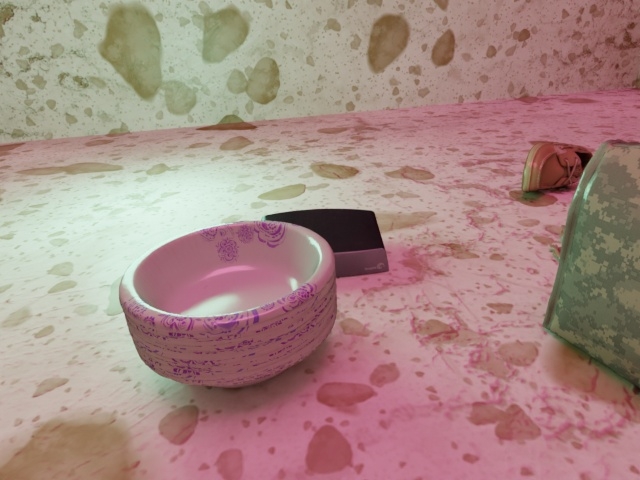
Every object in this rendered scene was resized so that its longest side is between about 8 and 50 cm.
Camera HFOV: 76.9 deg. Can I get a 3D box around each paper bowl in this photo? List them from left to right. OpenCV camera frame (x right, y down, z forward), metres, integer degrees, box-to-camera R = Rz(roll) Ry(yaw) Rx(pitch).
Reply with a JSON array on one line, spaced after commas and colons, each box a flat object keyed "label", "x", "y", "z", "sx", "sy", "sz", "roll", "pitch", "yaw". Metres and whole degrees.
[{"label": "paper bowl", "x": -0.118, "y": 0.089, "z": 0.574, "sx": 0.284, "sy": 0.148, "sz": 0.284, "roll": -3, "pitch": 27, "yaw": 2}]

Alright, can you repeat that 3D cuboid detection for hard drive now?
[{"label": "hard drive", "x": 0.000, "y": 0.000, "z": 0.808, "sx": 0.254, "sy": 0.054, "sz": 0.172, "roll": -3, "pitch": 40, "yaw": -2}]

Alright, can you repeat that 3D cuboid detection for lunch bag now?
[{"label": "lunch bag", "x": 0.430, "y": 0.031, "z": 0.474, "sx": 0.168, "sy": 0.287, "sz": 0.235, "roll": -14, "pitch": 28, "yaw": -19}]

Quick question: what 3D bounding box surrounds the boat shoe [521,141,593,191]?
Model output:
[{"label": "boat shoe", "x": 0.650, "y": -0.206, "z": 1.098, "sx": 0.110, "sy": 0.122, "sz": 0.341, "roll": 21, "pitch": 34, "yaw": 40}]

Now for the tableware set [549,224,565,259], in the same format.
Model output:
[{"label": "tableware set", "x": 0.542, "y": 0.015, "z": 0.786, "sx": 0.168, "sy": 0.020, "sz": 0.141, "roll": 11, "pitch": 30, "yaw": 27}]
